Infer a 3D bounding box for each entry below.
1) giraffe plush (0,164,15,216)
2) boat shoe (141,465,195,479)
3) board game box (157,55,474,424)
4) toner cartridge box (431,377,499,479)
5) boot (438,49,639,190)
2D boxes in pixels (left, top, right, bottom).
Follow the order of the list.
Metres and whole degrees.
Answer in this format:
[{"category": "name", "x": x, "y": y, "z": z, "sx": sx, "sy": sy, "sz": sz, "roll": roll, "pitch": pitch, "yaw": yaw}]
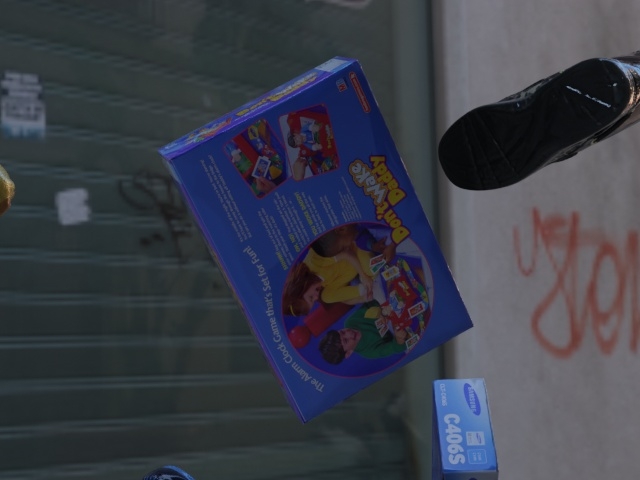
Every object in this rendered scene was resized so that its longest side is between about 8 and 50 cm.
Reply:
[{"category": "giraffe plush", "x": -0.406, "y": -0.023, "z": 1.138, "sx": 0.181, "sy": 0.170, "sz": 0.210, "roll": 16, "pitch": -40, "yaw": -27}, {"category": "boat shoe", "x": -0.127, "y": 0.357, "z": 1.174, "sx": 0.089, "sy": 0.258, "sz": 0.109, "roll": -15, "pitch": -30, "yaw": -44}, {"category": "board game box", "x": 0.000, "y": 0.000, "z": 1.261, "sx": 0.233, "sy": 0.347, "sz": 0.078, "roll": -28, "pitch": 19, "yaw": -10}, {"category": "toner cartridge box", "x": 0.198, "y": 0.372, "z": 1.565, "sx": 0.075, "sy": 0.165, "sz": 0.348, "roll": -3, "pitch": -50, "yaw": 1}, {"category": "boot", "x": 0.252, "y": -0.124, "z": 1.127, "sx": 0.178, "sy": 0.085, "sz": 0.236, "roll": -19, "pitch": -5, "yaw": -43}]
